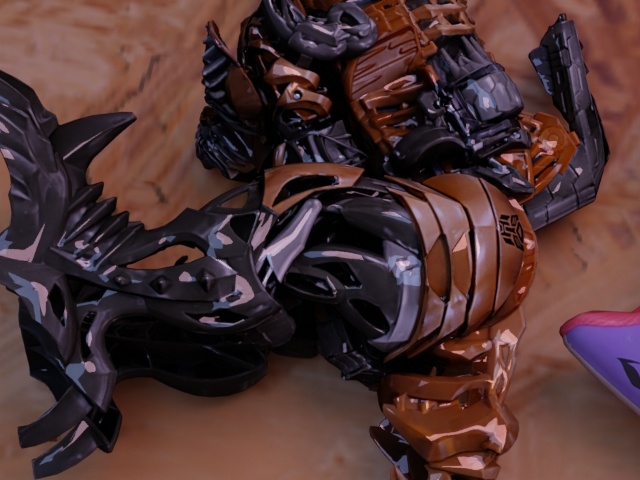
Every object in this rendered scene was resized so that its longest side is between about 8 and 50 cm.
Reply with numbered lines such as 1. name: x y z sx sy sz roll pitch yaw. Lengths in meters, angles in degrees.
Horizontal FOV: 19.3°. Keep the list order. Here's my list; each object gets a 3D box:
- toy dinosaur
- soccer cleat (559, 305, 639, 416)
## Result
1. toy dinosaur: 0.000 0.000 0.653 0.218 0.164 0.322 -5 51 -6
2. soccer cleat: 0.196 -0.070 0.641 0.116 0.108 0.318 27 85 4
